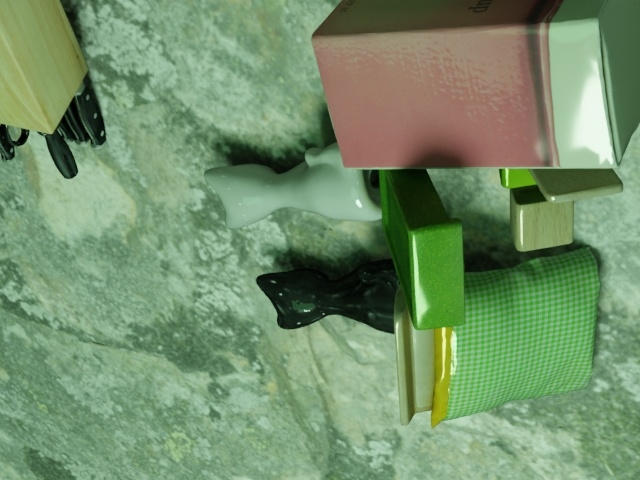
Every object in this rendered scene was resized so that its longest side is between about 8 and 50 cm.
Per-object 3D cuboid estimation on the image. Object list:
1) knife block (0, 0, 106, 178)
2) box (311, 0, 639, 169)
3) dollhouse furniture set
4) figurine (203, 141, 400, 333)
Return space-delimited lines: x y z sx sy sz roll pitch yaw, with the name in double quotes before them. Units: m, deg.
"knife block" -0.276 -0.165 1.188 0.242 0.088 0.275 35 150 -25
"box" 0.133 -0.144 0.991 0.232 0.148 0.127 1 124 27
"dollhouse furniture set" 0.165 0.066 1.078 0.197 0.151 0.301 -9 122 -5
"figurine" 0.000 0.000 1.222 0.209 0.092 0.215 -7 120 37
